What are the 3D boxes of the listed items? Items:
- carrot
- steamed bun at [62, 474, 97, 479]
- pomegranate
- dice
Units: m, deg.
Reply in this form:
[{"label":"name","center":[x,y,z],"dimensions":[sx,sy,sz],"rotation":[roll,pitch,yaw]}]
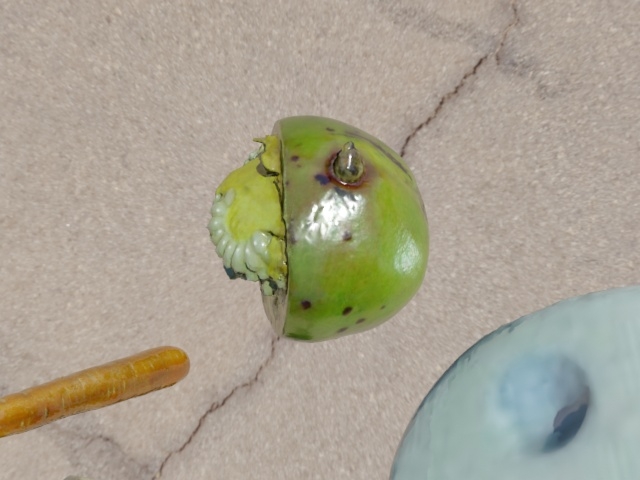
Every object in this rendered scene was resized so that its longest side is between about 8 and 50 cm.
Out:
[{"label":"carrot","center":[-0.196,0.129,0.569],"dimensions":[0.043,0.248,0.043],"rotation":[1,93,26]},{"label":"steamed bun","center":[-0.407,0.549,1.186],"dimensions":[0.170,0.153,0.238],"rotation":[-51,131,-21]},{"label":"pomegranate","center":[0.000,0.000,0.784],"dimensions":[0.261,0.340,0.260],"rotation":[0,69,-1]},{"label":"dice","center":[0.214,0.206,0.406],"dimensions":[0.268,0.262,0.265],"rotation":[39,131,-25]}]
